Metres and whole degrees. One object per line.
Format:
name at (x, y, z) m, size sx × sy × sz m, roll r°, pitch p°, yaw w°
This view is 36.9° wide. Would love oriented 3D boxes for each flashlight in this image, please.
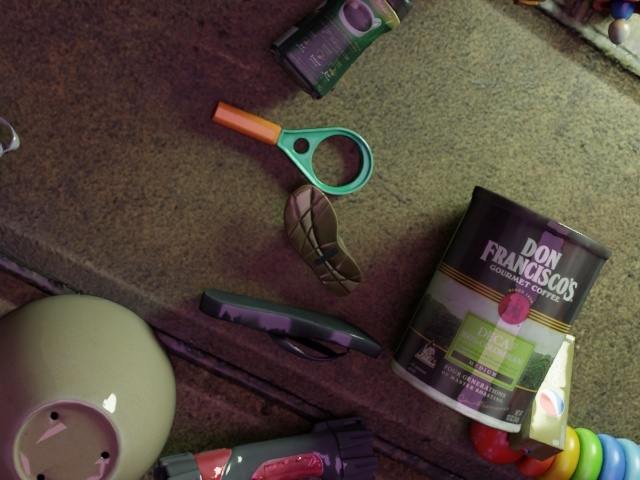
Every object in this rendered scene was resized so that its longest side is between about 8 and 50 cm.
flashlight at (-0.069, 0.322, 1.309) m, size 0.303 × 0.103 × 0.103 m, roll -4°, pitch 119°, yaw -22°

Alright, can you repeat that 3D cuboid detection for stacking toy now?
stacking toy at (0.373, 0.332, 1.425) m, size 0.330 × 0.141 × 0.141 m, roll 22°, pitch 95°, yaw -12°

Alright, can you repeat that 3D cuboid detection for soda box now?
soda box at (0.317, 0.215, 1.368) m, size 0.058 × 0.061 × 0.181 m, roll 21°, pitch 57°, yaw -10°

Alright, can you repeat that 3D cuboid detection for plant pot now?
plant pot at (-0.319, 0.228, 1.209) m, size 0.283 × 0.191 × 0.284 m, roll -2°, pitch 101°, yaw -12°

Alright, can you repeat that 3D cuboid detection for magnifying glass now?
magnifying glass at (-0.035, -0.131, 1.290) m, size 0.230 × 0.026 × 0.092 m, roll 21°, pitch 96°, yaw -15°

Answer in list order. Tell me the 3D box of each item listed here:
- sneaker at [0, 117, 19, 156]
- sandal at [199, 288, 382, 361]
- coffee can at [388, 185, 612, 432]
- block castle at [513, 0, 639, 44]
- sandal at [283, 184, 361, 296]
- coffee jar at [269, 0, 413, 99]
sneaker at (-0.527, -0.043, 1.133) m, size 0.210 × 0.137 × 0.366 m, roll 34°, pitch 89°, yaw -14°
sandal at (-0.042, 0.123, 1.308) m, size 0.254 × 0.097 × 0.055 m, roll 15°, pitch 96°, yaw -5°
coffee can at (0.242, 0.092, 1.306) m, size 0.201 × 0.201 × 0.276 m, roll 24°, pitch 95°, yaw -16°
block castle at (0.366, -0.369, 1.116) m, size 0.302 × 0.453 × 0.213 m, roll 6°, pitch 92°, yaw -15°
sandal at (0.000, 0.000, 1.316) m, size 0.072 × 0.049 × 0.180 m, roll -30°, pitch 121°, yaw 0°
coffee jar at (0.029, -0.277, 1.247) m, size 0.184 × 0.079 × 0.096 m, roll -43°, pitch 104°, yaw -1°
